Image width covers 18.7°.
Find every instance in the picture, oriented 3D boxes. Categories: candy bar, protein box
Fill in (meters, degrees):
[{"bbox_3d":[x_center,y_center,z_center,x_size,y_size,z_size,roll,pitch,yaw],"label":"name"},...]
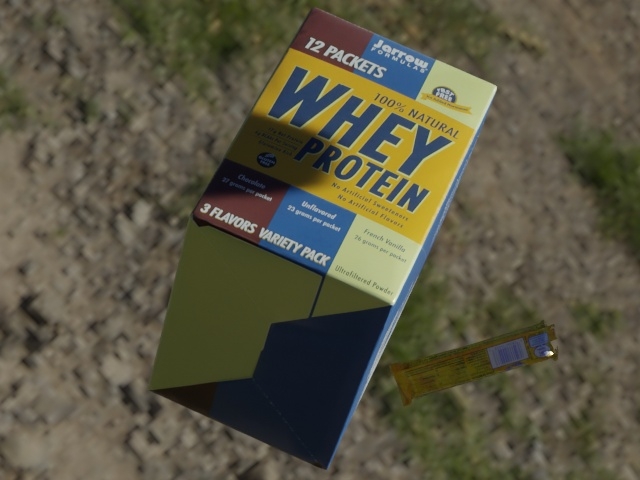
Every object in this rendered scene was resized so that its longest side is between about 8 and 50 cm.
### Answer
[{"bbox_3d":[0.137,0.109,1.735,0.018,0.161,0.040,-4,77,-66],"label":"candy bar"},{"bbox_3d":[0.000,0.000,1.280,0.136,0.200,0.201,24,51,4],"label":"protein box"}]
